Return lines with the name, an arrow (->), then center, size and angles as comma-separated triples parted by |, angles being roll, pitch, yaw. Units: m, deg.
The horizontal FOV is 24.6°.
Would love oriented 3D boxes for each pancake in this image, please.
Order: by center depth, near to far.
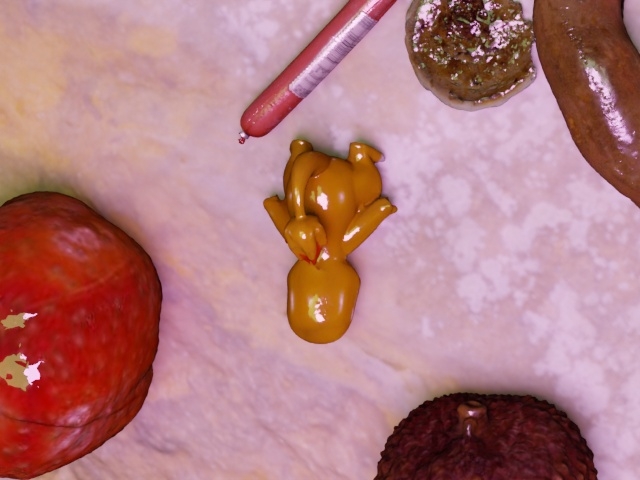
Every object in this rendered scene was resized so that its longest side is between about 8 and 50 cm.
pancake -> 0.126, -0.172, 1.242 | 0.116, 0.022, 0.129 | -28, 80, 19

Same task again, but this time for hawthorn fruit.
hawthorn fruit -> -0.261, 0.086, 1.282 | 0.258, 0.262, 0.258 | 6, 133, 7

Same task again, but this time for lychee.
lychee -> 0.136, 0.211, 1.189 | 0.194, 0.194, 0.194 | 2, 95, 19

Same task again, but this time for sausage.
sausage -> 0.012, -0.174, 1.276 | 0.253, 0.034, 0.034 | -44, 80, 17

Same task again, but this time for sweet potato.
sweet potato -> 0.241, -0.129, 1.171 | 0.112, 0.085, 0.286 | -23, 87, 15

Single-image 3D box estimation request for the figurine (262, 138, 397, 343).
figurine -> -0.001, 0.002, 1.247 | 0.121, 0.122, 0.176 | 1, 94, 17
